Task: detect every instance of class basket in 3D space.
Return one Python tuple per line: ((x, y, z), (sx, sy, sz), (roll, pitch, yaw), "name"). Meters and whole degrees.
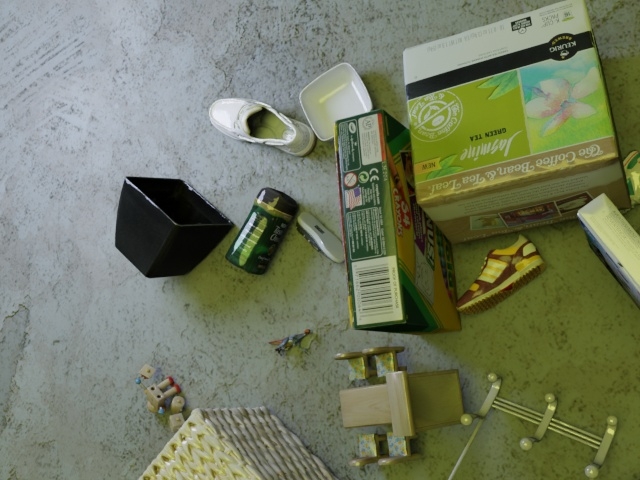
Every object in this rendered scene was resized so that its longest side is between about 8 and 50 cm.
((-0.141, 0.514, 1.442), (0.331, 0.328, 0.266), (41, 97, 25), "basket")

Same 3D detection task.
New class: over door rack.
((0.336, 0.398, 1.302), (0.239, 0.108, 0.324), (18, 66, 30), "over door rack")

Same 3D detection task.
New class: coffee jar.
((-0.124, -0.022, 1.647), (0.079, 0.096, 0.184), (29, 95, 23), "coffee jar")

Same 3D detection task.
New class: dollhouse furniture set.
((0.115, 0.302, 1.413), (0.242, 0.161, 0.212), (-18, 74, 42), "dollhouse furniture set")

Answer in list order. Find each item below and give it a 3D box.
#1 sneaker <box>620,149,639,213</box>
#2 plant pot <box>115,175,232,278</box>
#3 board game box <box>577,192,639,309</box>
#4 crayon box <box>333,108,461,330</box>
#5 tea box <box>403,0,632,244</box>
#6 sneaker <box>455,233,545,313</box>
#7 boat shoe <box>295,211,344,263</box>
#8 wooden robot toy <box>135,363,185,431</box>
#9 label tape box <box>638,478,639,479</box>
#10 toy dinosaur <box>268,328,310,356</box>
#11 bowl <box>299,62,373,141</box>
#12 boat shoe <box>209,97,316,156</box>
((0.548, -0.078, 1.370), (0.075, 0.057, 0.161), (33, 93, 31), "sneaker")
((-0.345, -0.020, 1.710), (0.187, 0.188, 0.167), (39, 110, 24), "plant pot")
((0.500, 0.044, 1.234), (0.053, 0.305, 0.193), (-37, 69, 13), "board game box")
((0.147, -0.016, 1.401), (0.106, 0.313, 0.363), (-10, 78, 26), "crayon box")
((0.343, -0.200, 1.365), (0.328, 0.220, 0.324), (-14, 65, 22), "tea box")
((0.326, 0.065, 1.449), (0.185, 0.069, 0.084), (-33, 61, 10), "sneaker")
((0.000, 0.000, 1.620), (0.142, 0.049, 0.040), (48, 135, 21), "boat shoe")
((-0.354, 0.360, 1.721), (0.173, 0.076, 0.079), (45, 136, 24), "wooden robot toy")
((0.573, 0.504, 1.237), (0.333, 0.106, 0.241), (-39, 67, 14), "label tape box")
((-0.061, 0.206, 1.614), (0.082, 0.047, 0.090), (-44, 55, -8), "toy dinosaur")
((0.040, -0.290, 1.640), (0.142, 0.053, 0.142), (-32, 70, 18), "bowl")
((-0.143, -0.264, 1.696), (0.277, 0.096, 0.098), (19, 90, 26), "boat shoe")
